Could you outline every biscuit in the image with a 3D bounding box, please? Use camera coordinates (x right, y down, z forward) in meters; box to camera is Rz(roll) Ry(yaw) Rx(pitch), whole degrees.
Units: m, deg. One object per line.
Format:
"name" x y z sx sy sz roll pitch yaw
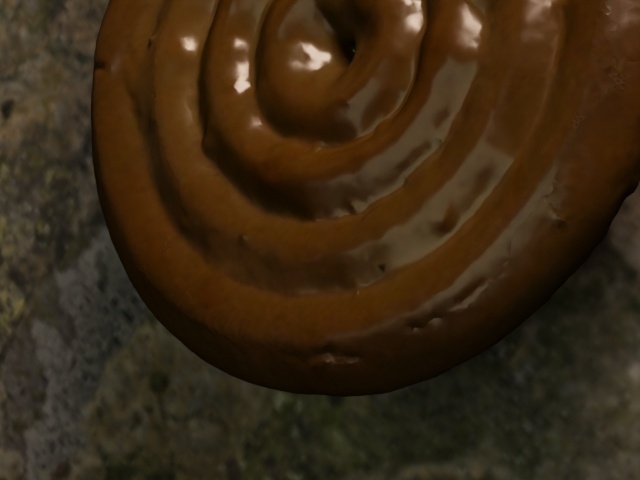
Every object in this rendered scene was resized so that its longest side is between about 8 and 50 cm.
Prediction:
"biscuit" 0.010 -0.071 0.680 0.262 0.037 0.262 -12 69 33
